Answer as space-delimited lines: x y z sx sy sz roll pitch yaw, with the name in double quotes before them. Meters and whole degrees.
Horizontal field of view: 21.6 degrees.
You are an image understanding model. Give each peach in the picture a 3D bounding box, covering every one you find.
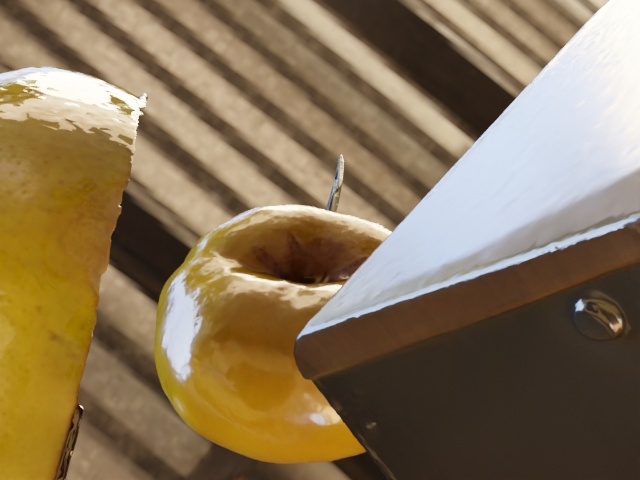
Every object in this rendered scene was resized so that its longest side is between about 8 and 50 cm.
"peach" -0.006 0.050 0.948 0.179 0.103 0.179 0 -148 0

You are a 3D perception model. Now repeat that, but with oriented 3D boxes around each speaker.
"speaker" 0.141 0.005 0.550 0.153 0.192 0.231 52 -128 -11

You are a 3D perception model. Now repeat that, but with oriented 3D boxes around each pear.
"pear" -0.260 0.049 1.187 0.191 0.340 0.386 16 -131 -11

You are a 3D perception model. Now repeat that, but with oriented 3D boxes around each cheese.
"cheese" 0.000 0.000 1.243 0.026 0.120 0.067 14 -151 -6
